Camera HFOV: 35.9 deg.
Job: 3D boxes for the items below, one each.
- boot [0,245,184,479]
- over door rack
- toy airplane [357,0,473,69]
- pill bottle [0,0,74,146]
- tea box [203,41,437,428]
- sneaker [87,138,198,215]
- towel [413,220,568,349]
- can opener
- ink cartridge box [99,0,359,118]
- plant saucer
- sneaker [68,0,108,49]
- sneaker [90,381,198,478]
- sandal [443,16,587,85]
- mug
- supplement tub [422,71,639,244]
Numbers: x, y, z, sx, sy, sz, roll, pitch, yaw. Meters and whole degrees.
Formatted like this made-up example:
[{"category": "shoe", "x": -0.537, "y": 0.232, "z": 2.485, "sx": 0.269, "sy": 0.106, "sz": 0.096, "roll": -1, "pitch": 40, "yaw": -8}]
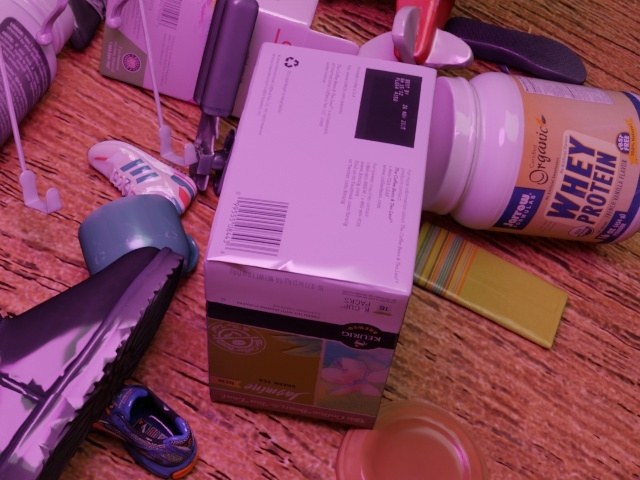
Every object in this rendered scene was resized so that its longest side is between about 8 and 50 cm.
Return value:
[{"category": "boot", "x": -0.414, "y": 0.045, "z": 1.058, "sx": 0.445, "sy": 0.146, "sz": 0.367, "roll": 27, "pitch": 45, "yaw": 4}, {"category": "over door rack", "x": -0.316, "y": -0.218, "z": 1.252, "sx": 0.239, "sy": 0.108, "sz": 0.324, "roll": -26, "pitch": 108, "yaw": -40}, {"category": "toy airplane", "x": 0.164, "y": -0.456, "z": 1.584, "sx": 0.386, "sy": 0.272, "sz": 0.384, "roll": -30, "pitch": 51, "yaw": -7}, {"category": "pill bottle", "x": -0.462, "y": -0.219, "z": 1.308, "sx": 0.176, "sy": 0.176, "sz": 0.319, "roll": 26, "pitch": 54, "yaw": 2}, {"category": "tea box", "x": 0.000, "y": 0.000, "z": 1.192, "sx": 0.219, "sy": 0.324, "sz": 0.329, "roll": 9, "pitch": 53, "yaw": 3}, {"category": "sneaker", "x": -0.252, "y": -0.078, "z": 1.348, "sx": 0.161, "sy": 0.057, "sz": 0.075, "roll": 25, "pitch": 48, "yaw": -2}, {"category": "towel", "x": 0.236, "y": 0.065, "z": 1.421, "sx": 0.237, "sy": 0.021, "sz": 0.102, "roll": 27, "pitch": 59, "yaw": 1}, {"category": "can opener", "x": -0.121, "y": -0.197, "z": 1.350, "sx": 0.095, "sy": 0.284, "sz": 0.076, "roll": 6, "pitch": 25, "yaw": -26}, {"category": "ink cartridge box", "x": -0.126, "y": -0.297, "z": 1.438, "sx": 0.353, "sy": 0.207, "sz": 0.119, "roll": 18, "pitch": 48, "yaw": -5}, {"category": "plant saucer", "x": 0.119, "y": 0.287, "z": 1.225, "sx": 0.199, "sy": 0.037, "sz": 0.200, "roll": 8, "pitch": 56, "yaw": -12}, {"category": "sneaker", "x": -0.324, "y": -0.393, "z": 1.498, "sx": 0.132, "sy": 0.086, "sz": 0.229, "roll": -10, "pitch": 57, "yaw": 5}, {"category": "sneaker", "x": -0.235, "y": 0.191, "z": 1.155, "sx": 0.221, "sy": 0.087, "sz": 0.083, "roll": 27, "pitch": 53, "yaw": 2}, {"category": "sandal", "x": 0.331, "y": -0.316, "z": 1.690, "sx": 0.254, "sy": 0.054, "sz": 0.097, "roll": 22, "pitch": 46, "yaw": 11}, {"category": "mug", "x": -0.218, "y": 0.015, "z": 1.251, "sx": 0.157, "sy": 0.129, "sz": 0.097, "roll": -12, "pitch": 62, "yaw": -23}, {"category": "supplement tub", "x": 0.307, "y": -0.120, "z": 1.434, "sx": 0.316, "sy": 0.228, "sz": 0.228, "roll": 6, "pitch": 56, "yaw": -12}]
